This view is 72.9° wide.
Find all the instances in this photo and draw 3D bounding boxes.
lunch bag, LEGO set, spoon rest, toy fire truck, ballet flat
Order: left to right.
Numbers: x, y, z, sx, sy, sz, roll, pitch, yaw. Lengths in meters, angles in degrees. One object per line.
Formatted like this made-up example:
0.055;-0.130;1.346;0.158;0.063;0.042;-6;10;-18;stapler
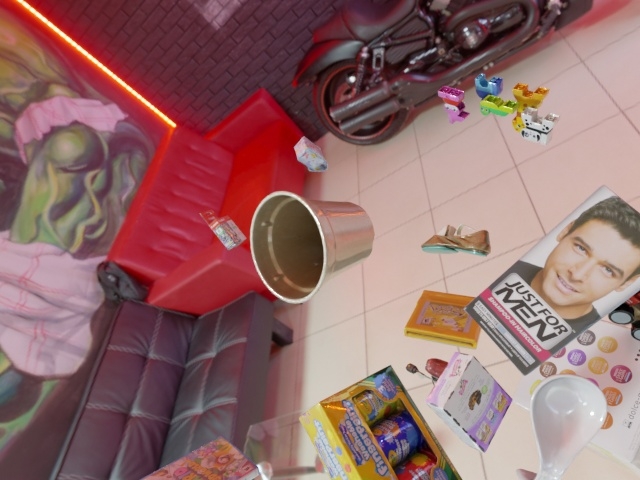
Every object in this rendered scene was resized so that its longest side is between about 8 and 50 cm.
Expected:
-0.021;-0.213;1.103;0.053;0.083;0.071;-47;34;23;lunch bag
0.552;-0.004;1.768;0.342;0.116;0.124;0;75;64;ballet flat
0.338;-0.232;0.796;0.087;0.093;0.227;-41;48;-14;LEGO set
0.468;0.389;0.861;0.084;0.137;0.276;-50;-29;-71;spoon rest
0.852;0.109;1.090;0.158;0.217;0.246;-57;5;-38;toy fire truck

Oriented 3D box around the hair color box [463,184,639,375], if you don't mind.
0.511;0.089;0.905;0.374;0.113;0.185;-49;62;21;hair color box

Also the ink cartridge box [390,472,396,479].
0.258;0.759;1.136;0.045;0.223;0.224;-40;-2;-4;ink cartridge box

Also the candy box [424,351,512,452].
0.391;0.419;1.135;0.165;0.196;0.070;-49;18;-21;candy box

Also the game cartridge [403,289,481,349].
0.531;0.318;1.816;0.285;0.053;0.323;6;28;26;game cartridge

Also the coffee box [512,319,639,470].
0.856;0.457;1.304;0.334;0.338;0.338;18;74;55;coffee box

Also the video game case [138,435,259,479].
-0.193;0.363;0.655;0.119;0.166;0.015;8;108;49;video game case

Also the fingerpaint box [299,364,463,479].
0.202;0.696;1.444;0.445;0.371;0.163;58;134;23;fingerpaint box

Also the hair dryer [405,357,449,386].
0.527;0.570;1.840;0.293;0.223;0.080;-26;35;62;hair dryer

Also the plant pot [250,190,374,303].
0.000;0.000;1.380;0.333;0.305;0.334;11;106;43;plant pot

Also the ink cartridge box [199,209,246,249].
-0.239;-0.035;1.069;0.029;0.115;0.063;-38;0;20;ink cartridge box
